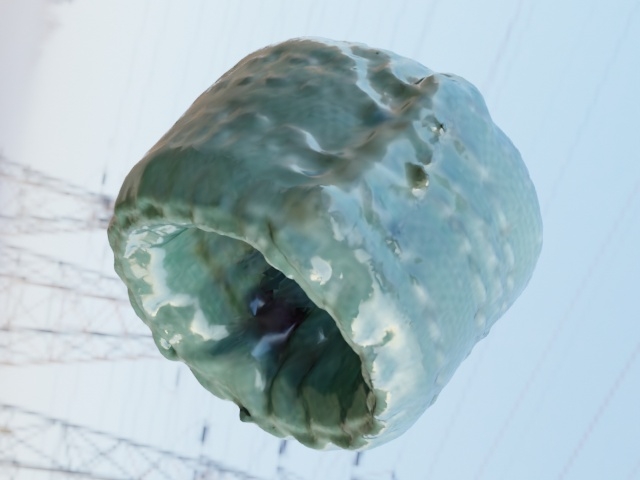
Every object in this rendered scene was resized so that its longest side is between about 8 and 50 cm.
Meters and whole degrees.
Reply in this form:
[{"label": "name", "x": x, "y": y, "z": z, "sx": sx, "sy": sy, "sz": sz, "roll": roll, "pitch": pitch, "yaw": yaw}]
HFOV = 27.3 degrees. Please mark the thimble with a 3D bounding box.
[{"label": "thimble", "x": 0.000, "y": 0.000, "z": 0.686, "sx": 0.143, "sy": 0.198, "sz": 0.235, "roll": -48, "pitch": -176, "yaw": -30}]
